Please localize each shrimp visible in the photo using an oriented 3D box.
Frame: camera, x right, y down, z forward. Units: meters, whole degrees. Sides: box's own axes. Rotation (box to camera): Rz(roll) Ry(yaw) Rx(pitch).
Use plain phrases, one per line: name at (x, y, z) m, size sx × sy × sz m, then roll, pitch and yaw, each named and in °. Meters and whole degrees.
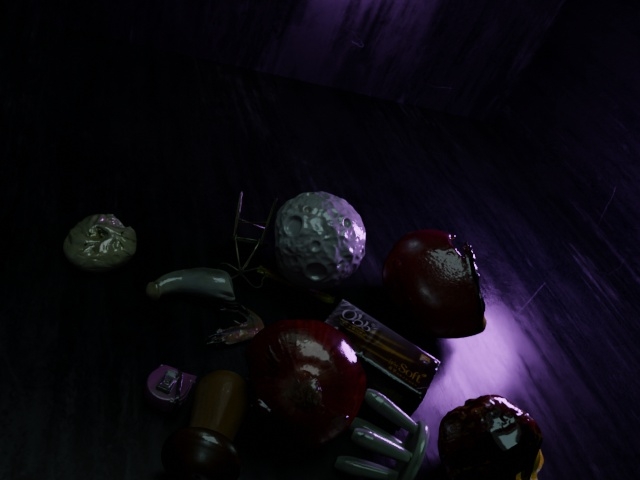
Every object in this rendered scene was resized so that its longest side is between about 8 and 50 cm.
shrimp at (-0.275, 0.253, 1.766) m, size 0.219 × 0.046 × 0.152 m, roll -12°, pitch 51°, yaw -45°

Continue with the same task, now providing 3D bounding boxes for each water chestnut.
water chestnut at (0.477, 0.585, 1.627) m, size 0.289 × 0.288 × 0.244 m, roll 14°, pitch 9°, yaw -15°

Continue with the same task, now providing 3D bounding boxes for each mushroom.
mushroom at (-0.405, 0.139, 1.798) m, size 0.270 × 0.103 × 0.118 m, roll -1°, pitch 34°, yaw -15°

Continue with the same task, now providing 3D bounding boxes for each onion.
onion at (-0.035, 0.374, 1.531) m, size 0.342 × 0.341 × 0.341 m, roll 16°, pitch 38°, yaw -13°

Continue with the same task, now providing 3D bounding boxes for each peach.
peach at (0.425, 0.168, 2.057) m, size 0.417 × 0.353 × 0.339 m, roll 34°, pitch -7°, yaw 20°

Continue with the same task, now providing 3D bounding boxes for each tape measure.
tape measure at (-0.399, 0.384, 1.511) m, size 0.118 × 0.074 × 0.125 m, roll 23°, pitch 35°, yaw -3°

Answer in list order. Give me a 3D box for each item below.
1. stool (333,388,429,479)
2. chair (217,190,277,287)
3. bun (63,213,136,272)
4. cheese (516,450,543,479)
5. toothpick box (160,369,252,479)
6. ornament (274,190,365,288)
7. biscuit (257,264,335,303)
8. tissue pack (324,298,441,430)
stool at (0.168, 0.544, 1.558) m, size 0.199 × 0.195 × 0.195 m, roll 25°, pitch 37°, yaw 6°
chair at (-0.255, 0.003, 2.012) m, size 0.160 × 0.170 × 0.325 m, roll 11°, pitch 79°, yaw -7°
bun at (-0.676, -0.003, 1.785) m, size 0.210 × 0.116 × 0.237 m, roll 15°, pitch 40°, yaw -13°
cheese at (0.613, 0.670, 1.764) m, size 0.177 × 0.069 × 0.270 m, roll 14°, pitch 41°, yaw -14°
toothpick box at (-0.266, 0.464, 1.405) m, size 0.192 × 0.192 × 0.294 m, roll 21°, pitch 32°, yaw -6°
ornament at (0.000, 0.000, 1.956) m, size 0.338 × 0.337 × 0.337 m, roll 16°, pitch 38°, yaw -13°
biscuit at (-0.085, 0.157, 2.014) m, size 0.292 × 0.026 × 0.048 m, roll 23°, pitch 21°, yaw -2°
tissue pack at (0.139, 0.373, 1.740) m, size 0.370 × 0.210 × 0.198 m, roll 33°, pitch 43°, yaw 8°
